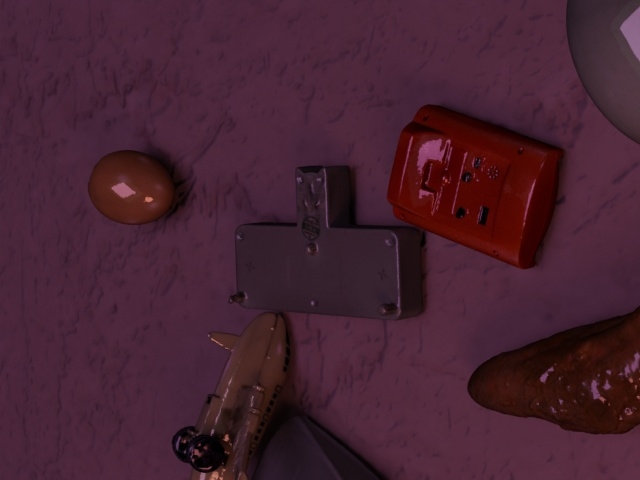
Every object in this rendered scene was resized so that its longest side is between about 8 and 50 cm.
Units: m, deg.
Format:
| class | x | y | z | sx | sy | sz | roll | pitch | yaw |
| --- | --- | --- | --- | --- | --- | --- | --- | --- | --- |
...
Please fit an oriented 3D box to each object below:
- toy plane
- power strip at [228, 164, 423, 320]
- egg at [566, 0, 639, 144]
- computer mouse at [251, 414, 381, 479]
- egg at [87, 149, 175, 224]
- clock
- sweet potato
| class | x | y | z | sx | sy | sz | roll | pitch | yaw |
| --- | --- | --- | --- | --- | --- | --- | --- | --- | --- |
| toy plane | -0.092 | 0.187 | 1.706 | 0.229 | 0.092 | 0.244 | 178 | 106 | -75 |
| power strip | 0.000 | 0.000 | 1.652 | 0.216 | 0.061 | 0.145 | 1 | 95 | 41 |
| egg | 0.272 | -0.160 | 1.340 | 0.149 | 0.149 | 0.192 | -27 | 76 | 39 |
| computer mouse | 0.007 | 0.270 | 1.657 | 0.128 | 0.079 | 0.231 | -60 | 37 | 14 |
| egg | -0.198 | -0.054 | 1.812 | 0.096 | 0.080 | 0.080 | 27 | 110 | 29 |
| clock | 0.137 | -0.049 | 1.530 | 0.155 | 0.061 | 0.113 | 22 | 107 | 36 |
| sweet potato | 0.253 | 0.102 | 1.420 | 0.341 | 0.092 | 0.114 | -32 | 47 | 38 |
